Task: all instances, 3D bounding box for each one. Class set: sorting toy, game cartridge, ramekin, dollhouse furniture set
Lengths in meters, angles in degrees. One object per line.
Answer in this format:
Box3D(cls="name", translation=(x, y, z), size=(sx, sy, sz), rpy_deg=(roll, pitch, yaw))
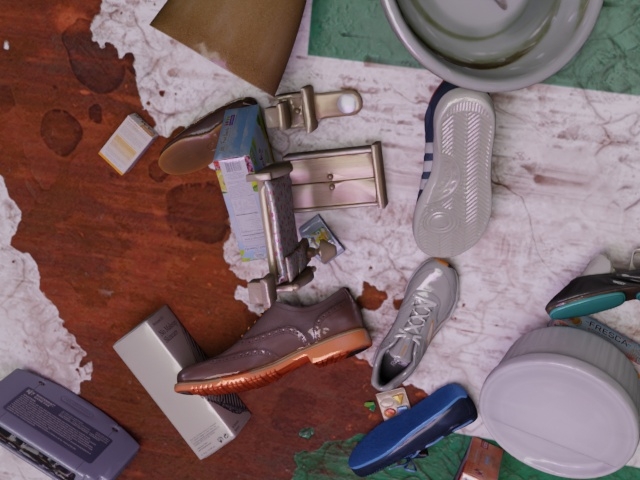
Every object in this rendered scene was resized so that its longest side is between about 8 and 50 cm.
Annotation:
Box3D(cls="sorting toy", translation=(0.125, 0.309, 2.043), size=(0.083, 0.012, 0.062), rpy_deg=(-17, 100, 17))
Box3D(cls="game cartridge", translation=(-0.505, 0.366, 2.119), size=(0.297, 0.198, 0.062), rpy_deg=(31, 109, 5))
Box3D(cls="ramekin", translation=(0.412, 0.264, 1.857), size=(0.272, 0.127, 0.273), rpy_deg=(16, 132, 18))
Box3D(cls="dollhouse furniture set", translation=(-0.008, -0.088, 1.789), size=(0.173, 0.355, 0.303), rpy_deg=(-5, 102, 13))
Box3D(cls="game cartridge", translation=(0.000, 0.000, 1.992), size=(0.056, 0.017, 0.083), rpy_deg=(-36, 93, 23))

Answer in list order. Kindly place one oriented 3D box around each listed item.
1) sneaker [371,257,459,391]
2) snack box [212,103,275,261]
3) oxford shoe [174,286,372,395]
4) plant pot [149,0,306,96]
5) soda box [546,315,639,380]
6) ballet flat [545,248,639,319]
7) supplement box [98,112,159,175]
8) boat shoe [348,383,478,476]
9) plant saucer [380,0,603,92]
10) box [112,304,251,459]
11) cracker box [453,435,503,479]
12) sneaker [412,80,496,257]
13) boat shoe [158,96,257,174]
Box3D(cls="sneaker", translation=(0.166, 0.158, 1.936), size=(0.099, 0.121, 0.262), rpy_deg=(24, 109, 6))
Box3D(cls="snack box", translation=(-0.118, -0.098, 1.876), size=(0.070, 0.174, 0.207), rpy_deg=(-9, 124, 10))
Box3D(cls="oxford shoe", translation=(-0.097, 0.188, 1.992), size=(0.363, 0.130, 0.133), rpy_deg=(-17, 77, -5))
Box3D(cls="plant pot", translation=(-0.119, -0.405, 1.819), size=(0.237, 0.237, 0.254), rpy_deg=(30, 96, 5))
Box3D(cls="soda box", translation=(0.477, 0.184, 1.890), size=(0.183, 0.058, 0.063), rpy_deg=(30, 126, 6))
Box3D(cls="ballet flat", translation=(0.511, 0.067, 1.843), size=(0.280, 0.095, 0.096), rpy_deg=(-8, 66, 6))
Box3D(cls="supplement box", translation=(-0.352, -0.177, 2.022), size=(0.062, 0.036, 0.098), rpy_deg=(44, 110, 0))
Box3D(cls="boat shoe", translation=(0.171, 0.366, 1.998), size=(0.258, 0.109, 0.089), rpy_deg=(-32, 115, 20))
Box3D(cls="plant saucer", translation=(0.254, -0.431, 1.717), size=(0.400, 0.100, 0.401), rpy_deg=(-2, 97, -20))
Box3D(cls="box", translation=(-0.258, 0.265, 2.078), size=(0.094, 0.113, 0.275), rpy_deg=(-36, 95, 19))
Box3D(cls="cracker box", translation=(0.251, 0.489, 1.983), size=(0.067, 0.156, 0.232), rpy_deg=(24, 108, 8))
Box3D(cls="sneaker", translation=(0.227, -0.133, 1.854), size=(0.131, 0.148, 0.350), rpy_deg=(5, 130, -4))
Box3D(cls="boat shoe", translation=(-0.196, -0.187, 1.966), size=(0.207, 0.073, 0.073), rpy_deg=(-25, 127, 15))
